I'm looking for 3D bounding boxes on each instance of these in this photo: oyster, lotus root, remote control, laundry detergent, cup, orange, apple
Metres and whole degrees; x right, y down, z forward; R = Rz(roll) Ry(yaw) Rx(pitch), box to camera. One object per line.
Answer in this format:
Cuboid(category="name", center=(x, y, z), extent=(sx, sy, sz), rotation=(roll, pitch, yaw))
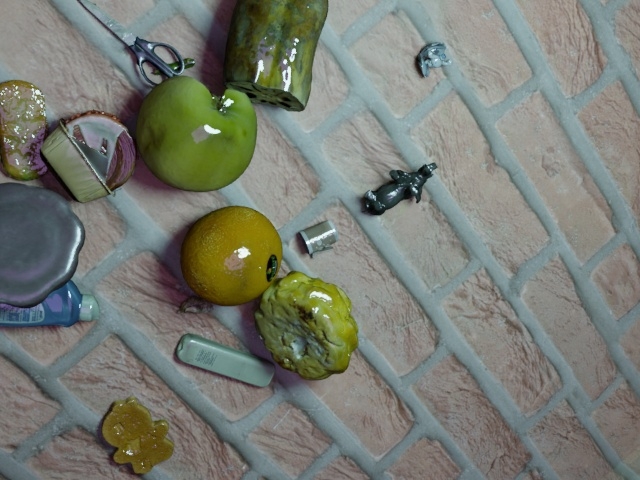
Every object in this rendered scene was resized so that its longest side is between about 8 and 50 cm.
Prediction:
Cuboid(category="oyster", center=(-0.356, 0.189, 1.855), extent=(0.080, 0.038, 0.083), rotation=(-34, 145, 21))
Cuboid(category="lotus root", center=(-0.104, -0.512, 1.605), extent=(0.250, 0.250, 0.346), rotation=(14, 93, -20))
Cuboid(category="remote control", center=(-0.276, 0.359, 1.915), extent=(0.309, 0.038, 0.090), rotation=(23, 97, -22))
Cuboid(category="laundry detergent", center=(-0.727, 0.160, 1.697), extent=(0.289, 0.094, 0.144), rotation=(9, 93, -22))
Cuboid(category="cup", center=(0.002, 0.001, 1.875), extent=(0.099, 0.074, 0.102), rotation=(-24, 111, -9))
Cuboid(category="orange", center=(-0.234, 0.039, 1.716), extent=(0.274, 0.274, 0.274), rotation=(-5, 107, -16))
Cuboid(category="apple", center=(-0.304, -0.248, 1.596), extent=(0.295, 0.257, 0.234), rotation=(21, 57, -26))

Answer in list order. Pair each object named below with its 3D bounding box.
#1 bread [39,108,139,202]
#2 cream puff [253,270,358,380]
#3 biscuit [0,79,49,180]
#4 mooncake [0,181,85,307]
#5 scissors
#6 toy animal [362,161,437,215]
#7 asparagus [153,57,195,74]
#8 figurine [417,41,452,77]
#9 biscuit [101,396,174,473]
Cuboid(category="bread", center=(-0.561, -0.214, 1.606), extent=(0.211, 0.142, 0.224), rotation=(-32, 112, -3))
Cuboid(category="cream puff", center=(-0.014, 0.217, 1.835), extent=(0.291, 0.257, 0.324), rotation=(-20, 104, 37))
Cuboid(category="biscuit", center=(-0.735, -0.269, 1.598), extent=(0.118, 0.029, 0.247), rotation=(-5, 107, -23))
Cuboid(category="mooncake", center=(-0.731, 0.015, 1.574), extent=(0.306, 0.154, 0.306), rotation=(3, 81, -21))
Cuboid(category="scissors", center=(-0.475, -0.500, 1.601), extent=(0.300, 0.022, 0.109), rotation=(38, 88, -16))
Cuboid(category="toy animal", center=(0.223, -0.154, 1.862), extent=(0.245, 0.146, 0.115), rotation=(-20, 82, 9))
Cuboid(category="asparagus", center=(-0.375, -0.445, 1.658), extent=(0.108, 0.021, 0.025), rotation=(-19, 103, -10))
Cuboid(category="figurine", center=(0.317, -0.512, 1.816), extent=(0.086, 0.094, 0.082), rotation=(-20, 73, 19))
Cuboid(category="biscuit", center=(-0.541, 0.570, 1.898), extent=(0.184, 0.035, 0.249), rotation=(-35, 112, -5))
